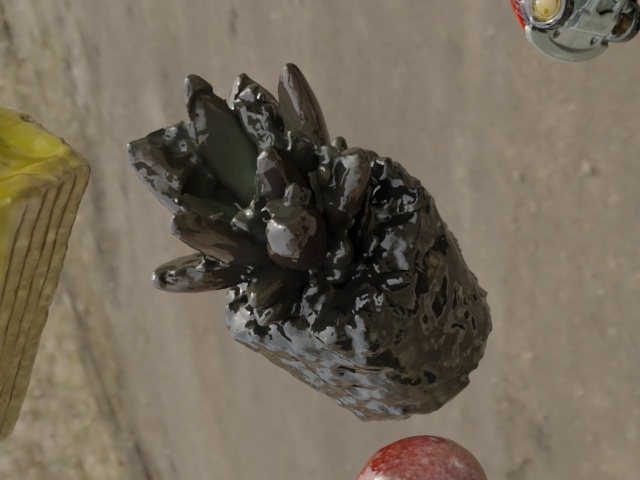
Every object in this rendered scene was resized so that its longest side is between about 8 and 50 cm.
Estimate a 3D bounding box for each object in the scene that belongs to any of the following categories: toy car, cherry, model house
[{"bbox_3d":[0.162,-0.198,1.096,0.112,0.112,0.139,43,114,31],"label":"toy car"},{"bbox_3d":[0.056,0.219,1.271,0.107,0.225,0.090,51,131,3],"label":"cherry"},{"bbox_3d":[-0.227,0.032,0.890,0.175,0.234,0.193,32,114,39],"label":"model house"}]

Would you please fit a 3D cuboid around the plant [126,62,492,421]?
[{"bbox_3d":[0.000,0.000,1.353,0.181,0.194,0.321,-6,141,37],"label":"plant"}]
